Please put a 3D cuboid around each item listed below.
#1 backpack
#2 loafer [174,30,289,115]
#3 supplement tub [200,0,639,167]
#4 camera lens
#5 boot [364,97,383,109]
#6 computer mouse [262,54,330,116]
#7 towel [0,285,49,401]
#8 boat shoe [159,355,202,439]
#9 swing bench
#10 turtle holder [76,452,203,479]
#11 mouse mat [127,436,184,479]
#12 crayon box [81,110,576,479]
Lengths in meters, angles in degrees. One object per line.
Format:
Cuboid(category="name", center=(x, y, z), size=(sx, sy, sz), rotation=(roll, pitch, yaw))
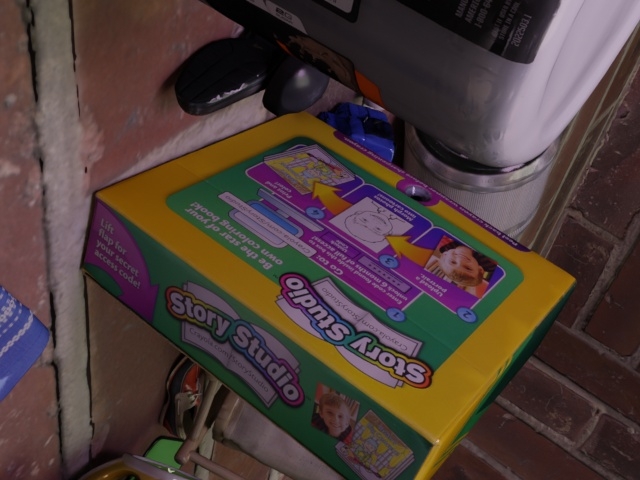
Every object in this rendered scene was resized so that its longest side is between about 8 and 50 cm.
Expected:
Cuboid(category="backpack", center=(0.037, -0.114, 1.056), size=(0.120, 0.101, 0.098), rotation=(-86, -160, -58))
Cuboid(category="loafer", center=(-0.067, -0.153, 0.804), size=(0.170, 0.062, 0.061), rotation=(-40, 160, -36))
Cuboid(category="supplement tub", center=(0.018, -0.205, 0.499), size=(0.207, 0.338, 0.207), rotation=(-47, 159, -24))
Cuboid(category="camera lens", center=(0.234, -0.120, 1.326), size=(0.219, 0.219, 0.274), rotation=(-49, 160, -20))
Cuboid(category="boot", center=(0.119, -0.227, 1.139), size=(0.190, 0.069, 0.086), rotation=(-31, 131, -50))
Cuboid(category="computer mouse", center=(-0.010, -0.149, 0.870), size=(0.071, 0.041, 0.242), rotation=(-54, 179, 10))
Cuboid(category="towel", center=(-0.332, 0.105, 0.617), size=(0.243, 0.040, 0.336), rotation=(-52, 160, -15))
Cuboid(category="boat shoe", center=(-0.174, 0.202, 1.138), size=(0.049, 0.043, 0.137), rotation=(-29, 146, -49))
Cuboid(category="swing bench", center=(-0.011, 0.221, 1.161), size=(0.165, 0.253, 0.254), rotation=(-68, 171, 29))
Cuboid(category="turtle holder", center=(-0.242, 0.365, 1.021), size=(0.320, 0.243, 0.227), rotation=(31, 74, -31))
Cuboid(category="mouse mat", center=(-0.256, 0.360, 1.250), size=(0.189, 0.007, 0.152), rotation=(-55, 161, -7))
Cuboid(category="crayon box", center=(0.017, 0.036, 0.842), size=(0.313, 0.363, 0.106), rotation=(-33, 150, -48))
